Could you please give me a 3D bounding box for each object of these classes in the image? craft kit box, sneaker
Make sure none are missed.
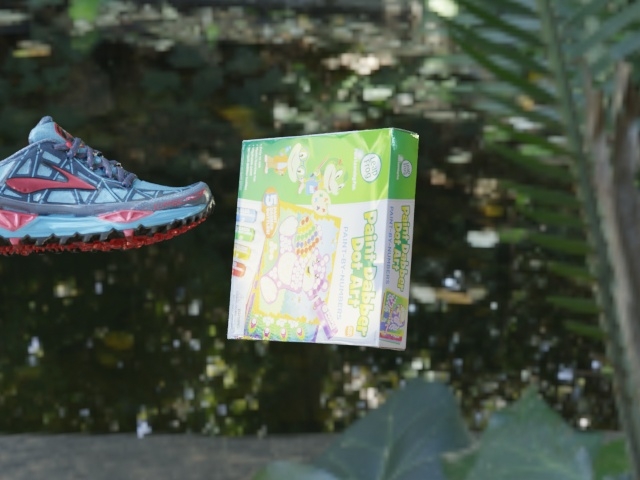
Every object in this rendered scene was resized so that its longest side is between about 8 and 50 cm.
[{"bbox_3d":[0.000,0.000,1.677,0.246,0.250,0.061,-1,-7,40],"label":"craft kit box"},{"bbox_3d":[-0.225,-0.053,1.289,0.262,0.125,0.104,-3,-5,-13],"label":"sneaker"}]
